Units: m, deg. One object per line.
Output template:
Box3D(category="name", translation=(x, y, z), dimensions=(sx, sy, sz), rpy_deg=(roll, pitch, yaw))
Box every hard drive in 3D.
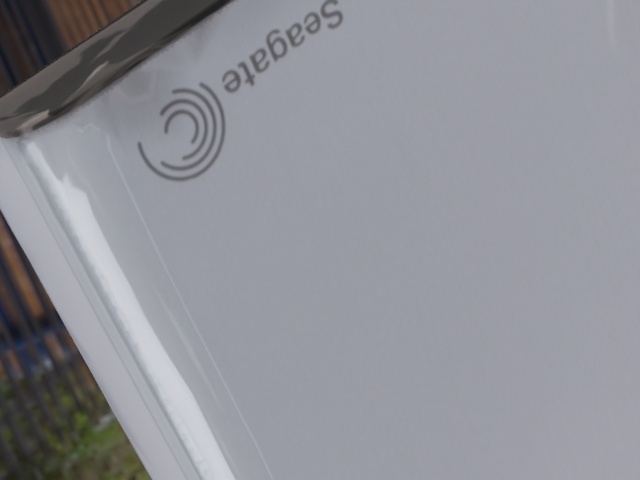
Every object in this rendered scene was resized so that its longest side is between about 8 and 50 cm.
Box3D(category="hard drive", translation=(0.060, 0.053, 0.542), dimensions=(0.233, 0.353, 0.047), rpy_deg=(-40, -152, -29))
